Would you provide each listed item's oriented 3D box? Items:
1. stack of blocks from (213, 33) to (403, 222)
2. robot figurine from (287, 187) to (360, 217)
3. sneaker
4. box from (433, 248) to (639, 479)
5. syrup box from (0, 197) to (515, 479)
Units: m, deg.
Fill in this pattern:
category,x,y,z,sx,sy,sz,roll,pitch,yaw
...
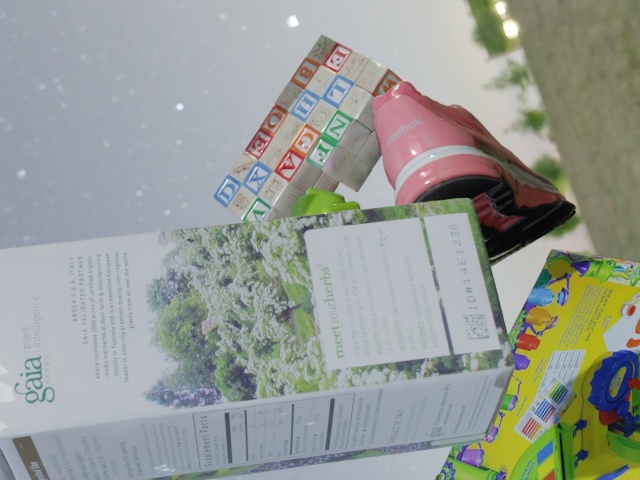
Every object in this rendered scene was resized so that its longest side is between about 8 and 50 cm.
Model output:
category,x,y,z,sx,sy,sz,roll,pitch,yaw
stack of blocks,-0.008,-0.137,1.763,0.087,0.297,0.171,32,-176,-44
robot figurine,0.000,0.000,1.149,0.115,0.067,0.101,-88,17,-50
sneaker,0.140,-0.067,1.101,0.314,0.116,0.136,23,-142,-63
box,0.315,0.188,1.186,0.177,0.290,0.279,38,165,-33
syrup box,-0.036,0.054,0.579,0.096,0.236,0.093,93,169,-60
